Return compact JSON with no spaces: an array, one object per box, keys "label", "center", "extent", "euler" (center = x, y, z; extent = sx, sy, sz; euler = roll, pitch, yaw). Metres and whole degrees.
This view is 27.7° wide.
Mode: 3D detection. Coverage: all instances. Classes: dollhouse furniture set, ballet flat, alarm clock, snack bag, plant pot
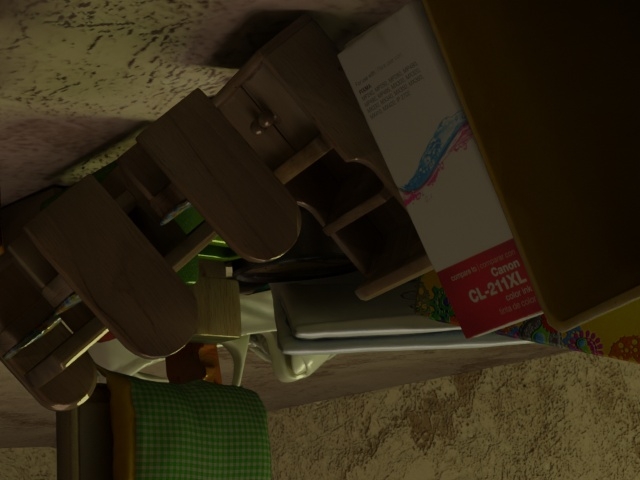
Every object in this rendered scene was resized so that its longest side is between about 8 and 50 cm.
[{"label":"dollhouse furniture set","center":[-0.087,0.104,0.970],"extent":[0.197,0.302,0.151],"euler":[8,162,-41]},{"label":"ballet flat","center":[-0.084,0.113,1.518],"extent":[0.400,0.139,0.139],"euler":[-4,167,-22]},{"label":"dollhouse furniture set","center":[-0.053,0.013,0.738],"extent":[0.242,0.161,0.212],"euler":[-43,-175,-27]},{"label":"alarm clock","center":[0.000,0.000,1.197],"extent":[0.192,0.064,0.129],"euler":[-1,169,-11]},{"label":"snack bag","center":[0.110,0.047,1.272],"extent":[0.323,0.037,0.342],"euler":[-3,-169,-5]},{"label":"plant pot","center":[0.182,-0.103,0.568],"extent":[0.187,0.212,0.212],"euler":[-17,171,-16]}]

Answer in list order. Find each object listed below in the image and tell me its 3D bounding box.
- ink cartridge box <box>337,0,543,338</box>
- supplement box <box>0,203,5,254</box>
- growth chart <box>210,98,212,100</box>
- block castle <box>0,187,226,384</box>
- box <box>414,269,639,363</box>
[{"label":"ink cartridge box","center":[0.106,-0.053,0.712],"extent":[0.127,0.175,0.072],"euler":[-22,177,-36]},{"label":"supplement box","center":[-0.249,-0.066,0.580],"extent":[0.191,0.129,0.194],"euler":[-6,168,-10]},{"label":"growth chart","center":[-0.030,-0.071,0.970],"extent":[0.172,0.021,0.237],"euler":[-2,166,-22]},{"label":"block castle","center":[-0.288,0.125,1.030],"extent":[0.212,0.303,0.453],"euler":[-16,165,39]},{"label":"box","center":[0.266,-0.007,0.885],"extent":[0.279,0.177,0.290],"euler":[9,-178,38]}]
